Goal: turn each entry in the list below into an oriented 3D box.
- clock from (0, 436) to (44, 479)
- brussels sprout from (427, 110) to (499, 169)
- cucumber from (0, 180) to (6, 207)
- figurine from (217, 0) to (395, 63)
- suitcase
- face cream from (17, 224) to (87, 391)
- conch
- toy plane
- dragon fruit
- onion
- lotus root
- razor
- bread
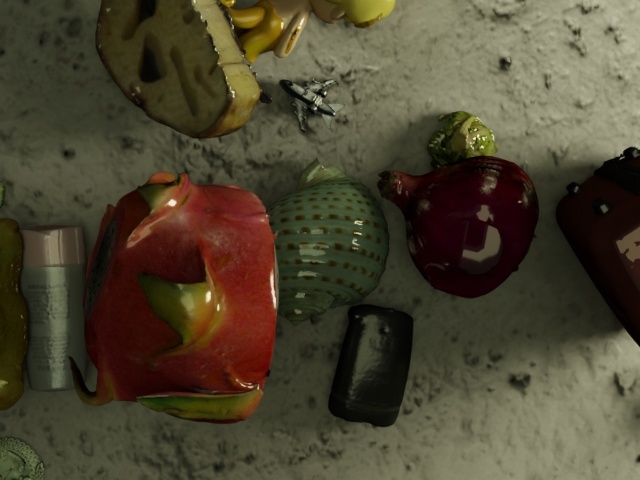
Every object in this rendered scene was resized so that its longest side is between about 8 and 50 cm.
[{"bbox_3d":[-0.386,0.285,1.225,0.074,0.010,0.083,-32,94,0],"label":"clock"},{"bbox_3d":[0.171,-0.115,1.203,0.085,0.058,0.085,2,100,14],"label":"brussels sprout"},{"bbox_3d":[-0.435,-0.062,1.189,0.107,0.035,0.067,8,104,-10],"label":"cucumber"},{"bbox_3d":[0.003,-0.299,1.156,0.246,0.131,0.156,-32,60,8],"label":"figurine"},{"bbox_3d":[0.391,0.022,1.101,0.161,0.297,0.236,-33,94,8],"label":"suitcase"},{"bbox_3d":[-0.324,0.081,1.193,0.084,0.057,0.198,-1,92,1],"label":"face cream"},{"bbox_3d":[0.000,0.003,1.164,0.172,0.131,0.200,10,94,-2],"label":"conch"},{"bbox_3d":[-0.014,-0.174,1.202,0.083,0.031,0.078,34,76,-6],"label":"toy plane"},{"bbox_3d":[-0.166,0.057,1.080,0.189,0.290,0.290,7,94,-23],"label":"dragon fruit"},{"bbox_3d":[0.156,-0.020,1.151,0.198,0.135,0.173,20,112,-11],"label":"onion"},{"bbox_3d":[-0.177,-0.233,1.142,0.170,0.074,0.260,-32,92,31],"label":"lotus root"},{"bbox_3d":[0.065,0.152,1.214,0.090,0.054,0.148,11,94,-11],"label":"razor"},{"bbox_3d":[-0.430,0.089,1.159,0.161,0.088,0.233,-4,93,21],"label":"bread"}]
